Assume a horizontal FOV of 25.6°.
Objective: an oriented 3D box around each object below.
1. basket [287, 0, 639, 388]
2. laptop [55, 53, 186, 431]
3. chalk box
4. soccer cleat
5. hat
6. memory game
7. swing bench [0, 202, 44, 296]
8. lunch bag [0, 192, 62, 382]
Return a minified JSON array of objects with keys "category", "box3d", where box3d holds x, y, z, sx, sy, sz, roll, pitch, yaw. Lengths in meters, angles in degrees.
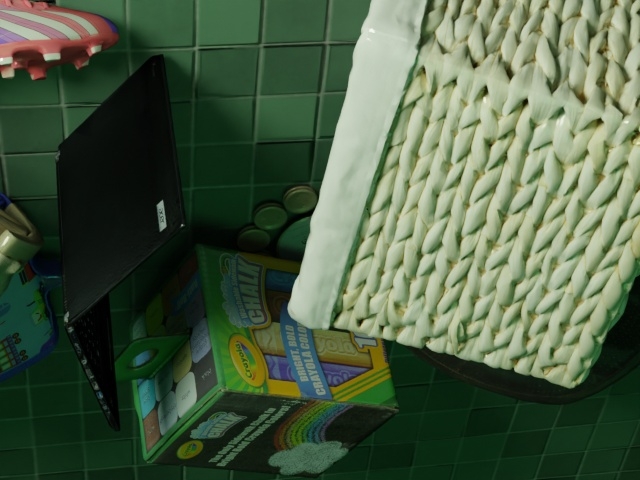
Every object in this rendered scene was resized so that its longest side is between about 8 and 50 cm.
[{"category":"basket","box3d":[0.153,-0.111,1.174,0.266,0.328,0.331,15,136,2]},{"category":"laptop","box3d":[-0.176,0.004,1.338,0.137,0.234,0.264,-12,138,0]},{"category":"chalk box","box3d":[-0.093,0.130,1.512,0.289,0.179,0.180,12,140,-32]},{"category":"soccer cleat","box3d":[-0.297,-0.188,1.221,0.248,0.095,0.083,-10,175,-24]},{"category":"hat","box3d":[0.223,0.021,1.533,0.331,0.134,0.331,2,124,3]},{"category":"memory game","box3d":[0.000,0.000,1.544,0.186,0.012,0.186,-8,138,-7]},{"category":"swing bench","box3d":[-0.410,0.040,1.251,0.253,0.165,0.255,-51,128,2]},{"category":"lunch bag","box3d":[-0.408,0.075,1.455,0.293,0.138,0.221,-17,136,-9]}]
